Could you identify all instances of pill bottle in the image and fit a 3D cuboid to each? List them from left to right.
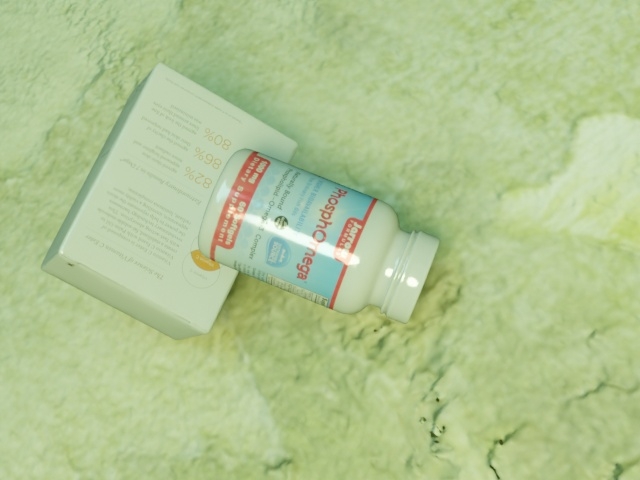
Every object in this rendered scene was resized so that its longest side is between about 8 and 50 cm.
[{"bbox_3d":[0.000,0.000,0.889,0.160,0.087,0.087,21,72,5],"label":"pill bottle"}]

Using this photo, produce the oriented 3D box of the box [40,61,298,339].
[{"bbox_3d":[-0.118,-0.027,0.970,0.170,0.130,0.091,-65,16,-17],"label":"box"}]
